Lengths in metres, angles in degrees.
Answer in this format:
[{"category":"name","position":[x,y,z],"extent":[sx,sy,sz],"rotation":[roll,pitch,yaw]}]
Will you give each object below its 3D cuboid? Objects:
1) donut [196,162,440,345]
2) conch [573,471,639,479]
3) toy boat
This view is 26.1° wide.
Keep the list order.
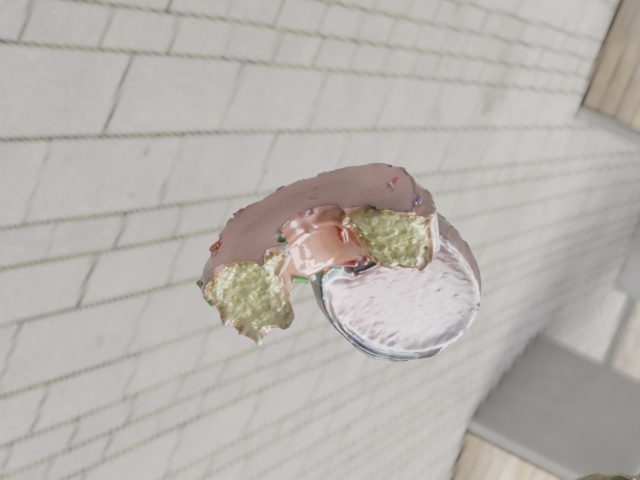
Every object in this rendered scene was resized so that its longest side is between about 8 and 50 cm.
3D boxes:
[{"category":"donut","position":[0.000,0.000,0.930],"extent":[0.117,0.166,0.065],"rotation":[-93,163,-62]},{"category":"conch","position":[0.309,0.350,1.321],"extent":[0.186,0.263,0.324],"rotation":[-51,150,-79]},{"category":"toy boat","position":[0.072,0.032,1.355],"extent":[0.155,0.085,0.227],"rotation":[-30,140,8]}]
